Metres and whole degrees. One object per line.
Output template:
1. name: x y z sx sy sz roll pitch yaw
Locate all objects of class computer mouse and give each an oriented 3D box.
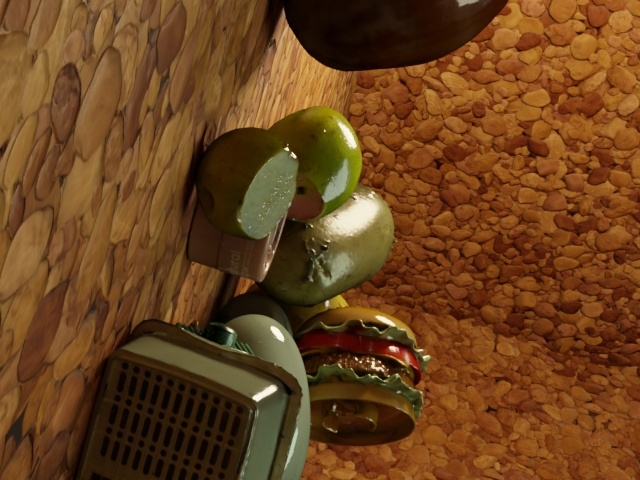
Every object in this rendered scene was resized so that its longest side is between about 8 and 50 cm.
1. computer mouse: -0.134 0.252 1.919 0.197 0.095 0.331 39 -62 46

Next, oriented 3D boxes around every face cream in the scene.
1. face cream: -0.108 -0.028 1.453 0.149 0.104 0.149 17 90 -87

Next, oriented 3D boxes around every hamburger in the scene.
1. hamburger: 0.059 0.234 1.933 0.274 0.274 0.212 102 -6 -60

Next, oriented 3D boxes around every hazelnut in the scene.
1. hazelnut: 0.110 -0.408 1.548 0.366 0.366 0.366 17 90 -87

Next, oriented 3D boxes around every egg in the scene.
1. egg: -0.129 0.301 1.723 0.230 0.230 0.371 -52 154 -82

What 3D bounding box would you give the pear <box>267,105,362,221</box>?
1. pear: -0.017 -0.139 1.810 0.187 0.187 0.219 104 8 -47

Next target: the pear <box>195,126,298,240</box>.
1. pear: -0.099 -0.076 1.329 0.141 0.104 0.141 -39 147 -33

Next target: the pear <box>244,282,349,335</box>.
1. pear: -0.062 0.195 2.160 0.281 0.281 0.280 17 90 -87

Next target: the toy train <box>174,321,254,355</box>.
1. toy train: -0.161 0.270 1.405 0.178 0.138 0.330 -1 -110 64

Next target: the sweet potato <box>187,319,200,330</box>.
1. sweet potato: -0.199 0.201 1.557 0.065 0.051 0.218 -63 170 -63

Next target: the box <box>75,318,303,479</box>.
1. box: -0.151 0.250 1.190 0.166 0.220 0.290 -12 119 -71

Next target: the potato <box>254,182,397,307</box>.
1. potato: -0.019 -0.001 1.978 0.359 0.270 0.219 -31 128 -61
